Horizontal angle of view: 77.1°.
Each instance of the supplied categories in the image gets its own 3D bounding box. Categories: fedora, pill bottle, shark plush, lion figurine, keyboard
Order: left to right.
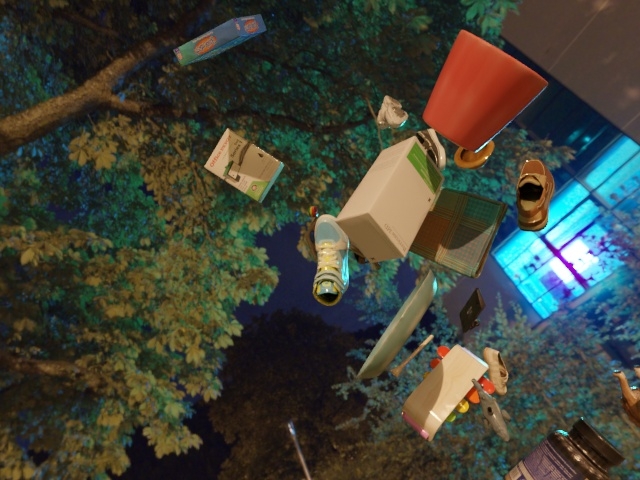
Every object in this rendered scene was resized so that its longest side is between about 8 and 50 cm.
[{"bbox_3d":[0.523,0.255,1.379,0.023,0.108,0.180,4,-40,-1],"label":"keyboard"},{"bbox_3d":[0.724,-0.394,1.877,0.194,0.194,0.079,-35,-50,11],"label":"fedora"},{"bbox_3d":[0.458,0.444,1.071,0.073,0.161,0.067,-18,-6,18],"label":"shark plush"},{"bbox_3d":[0.488,0.470,0.811,0.219,0.123,0.122,-50,-35,9],"label":"pill bottle"},{"bbox_3d":[1.137,0.563,1.337,0.142,0.240,0.392,-21,-7,8],"label":"lion figurine"}]

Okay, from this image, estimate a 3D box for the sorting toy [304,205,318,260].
[{"bbox_3d":[0.000,0.000,1.665,0.046,0.132,0.275,-3,-55,26],"label":"sorting toy"}]

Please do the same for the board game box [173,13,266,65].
[{"bbox_3d":[-0.275,-0.554,1.110,0.210,0.160,0.047,-9,-63,28],"label":"board game box"}]

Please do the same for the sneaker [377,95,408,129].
[{"bbox_3d":[0.276,-0.480,1.590,0.090,0.232,0.115,23,-56,-12],"label":"sneaker"}]

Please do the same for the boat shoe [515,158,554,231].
[{"bbox_3d":[0.760,-0.182,1.431,0.122,0.324,0.120,-7,-42,34],"label":"boat shoe"}]

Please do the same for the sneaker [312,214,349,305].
[{"bbox_3d":[0.032,0.080,1.413,0.127,0.319,0.208,-7,16,14],"label":"sneaker"}]

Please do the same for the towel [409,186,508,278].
[{"bbox_3d":[0.440,-0.052,1.435,0.040,0.370,0.272,11,-79,-45],"label":"towel"}]

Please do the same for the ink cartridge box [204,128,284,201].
[{"bbox_3d":[-0.261,-0.255,1.381,0.160,0.219,0.092,-58,1,4],"label":"ink cartridge box"}]

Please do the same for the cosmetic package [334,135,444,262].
[{"bbox_3d":[0.227,-0.130,1.270,0.197,0.366,0.155,46,-34,-22],"label":"cosmetic package"}]

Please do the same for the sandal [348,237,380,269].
[{"bbox_3d":[0.188,0.058,1.903,0.086,0.120,0.302,-35,-44,22],"label":"sandal"}]

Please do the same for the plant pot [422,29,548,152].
[{"bbox_3d":[0.436,-0.402,1.128,0.274,0.275,0.243,3,-50,-41],"label":"plant pot"}]

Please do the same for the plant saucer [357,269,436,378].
[{"bbox_3d":[0.196,0.213,0.986,0.318,0.043,0.318,-51,-14,-18],"label":"plant saucer"}]

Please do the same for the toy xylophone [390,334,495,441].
[{"bbox_3d":[0.373,0.438,1.256,0.322,0.236,0.081,-32,-39,-15],"label":"toy xylophone"}]

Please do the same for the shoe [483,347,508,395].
[{"bbox_3d":[0.721,0.536,1.629,0.058,0.219,0.076,-11,17,44],"label":"shoe"}]

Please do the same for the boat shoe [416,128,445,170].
[{"bbox_3d":[0.410,-0.337,1.505,0.070,0.219,0.078,-6,-42,-1],"label":"boat shoe"}]
